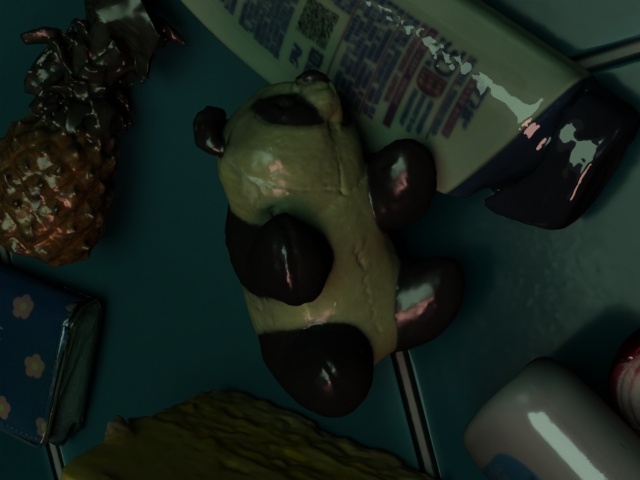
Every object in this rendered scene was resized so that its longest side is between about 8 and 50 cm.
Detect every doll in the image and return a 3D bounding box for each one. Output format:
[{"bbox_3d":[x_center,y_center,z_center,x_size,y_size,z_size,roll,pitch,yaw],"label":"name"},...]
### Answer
[{"bbox_3d":[-0.001,0.002,0.847,0.135,0.143,0.234,23,139,44],"label":"doll"}]

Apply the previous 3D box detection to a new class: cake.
[{"bbox_3d":[-0.072,0.257,0.849,0.227,0.286,0.222,18,103,22],"label":"cake"}]

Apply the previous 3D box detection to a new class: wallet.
[{"bbox_3d":[-0.283,0.083,1.054,0.202,0.059,0.141,20,106,21],"label":"wallet"}]

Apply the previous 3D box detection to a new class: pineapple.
[{"bbox_3d":[-0.183,-0.103,0.965,0.119,0.111,0.237,19,100,-9],"label":"pineapple"}]

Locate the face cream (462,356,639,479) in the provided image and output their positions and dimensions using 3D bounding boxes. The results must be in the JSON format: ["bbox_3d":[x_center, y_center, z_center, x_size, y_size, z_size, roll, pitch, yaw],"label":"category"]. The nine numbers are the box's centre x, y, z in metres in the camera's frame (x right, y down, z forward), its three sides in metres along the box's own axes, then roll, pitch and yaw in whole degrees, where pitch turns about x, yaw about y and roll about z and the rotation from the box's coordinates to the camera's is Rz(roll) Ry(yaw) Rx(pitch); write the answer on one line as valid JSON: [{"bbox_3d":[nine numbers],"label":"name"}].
[{"bbox_3d":[0.229,0.220,0.785,0.080,0.163,0.336,-40,77,-12],"label":"face cream"}]

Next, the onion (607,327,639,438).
[{"bbox_3d":[0.289,0.091,0.762,0.206,0.098,0.151,32,131,17],"label":"onion"}]

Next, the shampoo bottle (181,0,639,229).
[{"bbox_3d":[0.038,-0.132,0.868,0.359,0.078,0.134,37,120,16],"label":"shampoo bottle"}]
